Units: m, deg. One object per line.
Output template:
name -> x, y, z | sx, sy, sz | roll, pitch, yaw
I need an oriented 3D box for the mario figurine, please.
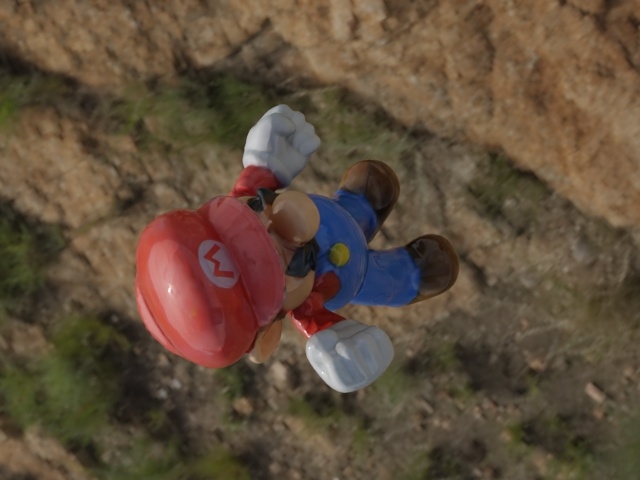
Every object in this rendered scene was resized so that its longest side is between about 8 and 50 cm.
mario figurine -> 0.000, 0.000, 0.988 | 0.198, 0.320, 0.170 | 16, 106, 29
